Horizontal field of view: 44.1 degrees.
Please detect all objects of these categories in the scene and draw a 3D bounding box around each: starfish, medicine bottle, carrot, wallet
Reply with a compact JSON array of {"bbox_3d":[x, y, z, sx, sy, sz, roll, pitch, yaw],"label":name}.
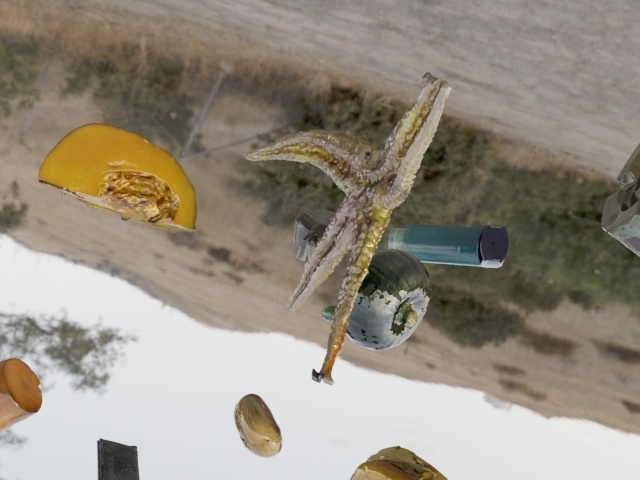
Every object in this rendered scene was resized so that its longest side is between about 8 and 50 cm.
[{"bbox_3d":[0.022,-0.039,1.031,0.132,0.384,0.398,11,-168,-30],"label":"starfish"},{"bbox_3d":[0.262,0.009,1.603,0.258,0.079,0.124,3,175,25],"label":"medicine bottle"},{"bbox_3d":[-0.377,0.182,0.804,0.087,0.193,0.087,50,-164,-20],"label":"carrot"},{"bbox_3d":[-0.496,0.564,1.940,0.111,0.030,0.166,24,-154,-30],"label":"wallet"}]

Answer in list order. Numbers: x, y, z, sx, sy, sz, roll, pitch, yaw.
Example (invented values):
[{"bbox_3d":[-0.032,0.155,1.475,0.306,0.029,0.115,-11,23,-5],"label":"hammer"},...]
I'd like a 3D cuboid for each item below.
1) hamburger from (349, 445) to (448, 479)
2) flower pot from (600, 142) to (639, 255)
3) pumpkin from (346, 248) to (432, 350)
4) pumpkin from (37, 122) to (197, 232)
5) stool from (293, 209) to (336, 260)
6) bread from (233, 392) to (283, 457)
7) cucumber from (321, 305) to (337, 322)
[{"bbox_3d":[0.203,0.682,2.006,0.290,0.314,0.170,39,-144,21],"label":"hamburger"},{"bbox_3d":[0.474,-0.019,0.886,0.259,0.290,0.290,30,-178,1],"label":"flower pot"},{"bbox_3d":[0.103,0.094,1.247,0.125,0.167,0.167,23,-177,17],"label":"pumpkin"},{"bbox_3d":[-0.308,-0.095,1.145,0.163,0.111,0.278,3,169,43],"label":"pumpkin"},{"bbox_3d":[0.000,0.000,1.812,0.125,0.121,0.217,6,-160,-3],"label":"stool"},{"bbox_3d":[-0.124,0.358,1.523,0.114,0.077,0.189,50,174,-12],"label":"bread"},{"bbox_3d":[0.060,0.150,1.449,0.155,0.037,0.037,22,-176,39],"label":"cucumber"}]
